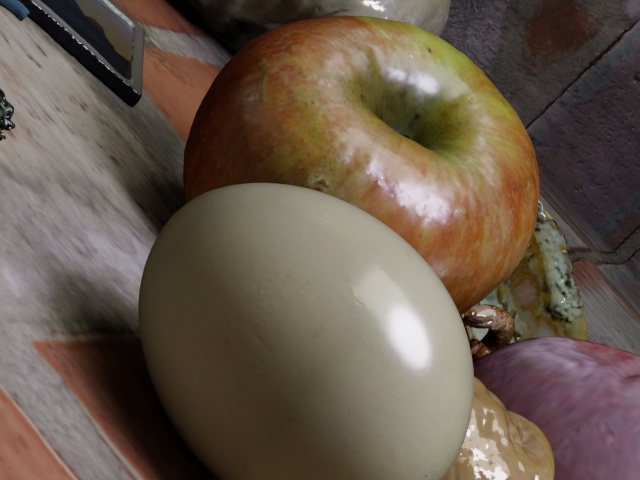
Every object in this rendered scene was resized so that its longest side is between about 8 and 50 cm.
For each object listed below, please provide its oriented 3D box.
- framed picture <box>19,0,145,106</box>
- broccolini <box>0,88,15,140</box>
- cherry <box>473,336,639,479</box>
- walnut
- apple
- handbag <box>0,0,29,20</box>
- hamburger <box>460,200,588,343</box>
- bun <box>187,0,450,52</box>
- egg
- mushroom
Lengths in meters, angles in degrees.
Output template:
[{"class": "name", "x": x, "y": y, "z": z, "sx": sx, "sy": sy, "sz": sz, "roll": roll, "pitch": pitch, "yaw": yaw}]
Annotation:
[{"class": "framed picture", "x": -0.258, "y": -0.239, "z": 1.588, "sx": 0.265, "sy": 0.018, "sz": 0.192, "roll": 42, "pitch": 15, "yaw": -22}, {"class": "broccolini", "x": -0.246, "y": -0.103, "z": 1.173, "sx": 0.091, "sy": 0.068, "sz": 0.202, "roll": 13, "pitch": 13, "yaw": -13}, {"class": "cherry", "x": 0.214, "y": 0.192, "z": 1.388, "sx": 0.307, "sy": 0.221, "sz": 0.261, "roll": 33, "pitch": 11, "yaw": 16}, {"class": "walnut", "x": 0.088, "y": 0.166, "z": 1.220, "sx": 0.166, "sy": 0.149, "sz": 0.166, "roll": -15, "pitch": 90, "yaw": -79}, {"class": "apple", "x": 0.024, "y": -0.036, "z": 1.441, "sx": 0.309, "sy": 0.250, "sz": 0.277, "roll": 9, "pitch": 50, "yaw": -35}, {"class": "handbag", "x": -0.323, "y": -0.253, "z": 1.342, "sx": 0.229, "sy": 0.062, "sz": 0.179, "roll": 55, "pitch": 13, "yaw": 32}, {"class": "hamburger", "x": 0.154, "y": 0.043, "z": 1.697, "sx": 0.211, "sy": 0.132, "sz": 0.309, "roll": 41, "pitch": -20, "yaw": 55}, {"class": "bun", "x": -0.035, "y": -0.308, "z": 1.984, "sx": 0.359, "sy": 0.211, "sz": 0.360, "roll": 32, "pitch": -15, "yaw": 10}, {"class": "egg", "x": -0.012, "y": 0.067, "z": 1.096, "sx": 0.241, "sy": 0.186, "sz": 0.186, "roll": 43, "pitch": 10, "yaw": 28}, {"class": "mushroom", "x": 0.128, "y": 0.117, "z": 1.536, "sx": 0.135, "sy": 0.080, "sz": 0.170, "roll": 46, "pitch": -31, "yaw": 37}]
